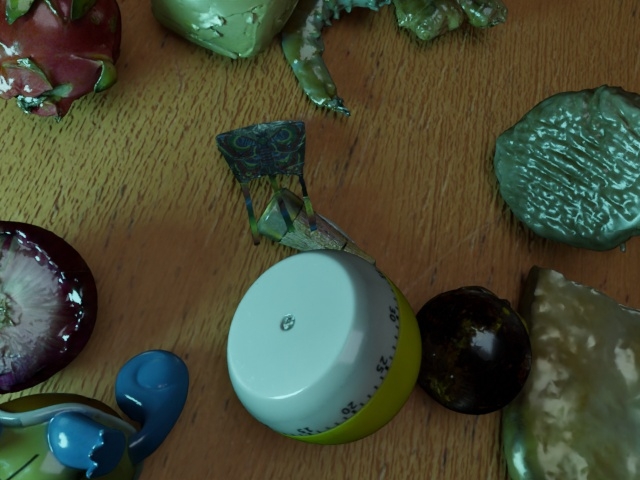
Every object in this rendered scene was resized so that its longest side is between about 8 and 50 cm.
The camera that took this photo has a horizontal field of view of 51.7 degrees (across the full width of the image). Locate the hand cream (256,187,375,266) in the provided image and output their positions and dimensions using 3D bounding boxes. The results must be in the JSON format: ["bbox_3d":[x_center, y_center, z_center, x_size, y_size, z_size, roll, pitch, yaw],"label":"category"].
[{"bbox_3d":[0.000,0.000,1.053,0.203,0.084,0.084,32,70,-6],"label":"hand cream"}]

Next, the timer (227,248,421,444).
[{"bbox_3d":[0.033,0.167,0.939,0.286,0.285,0.285,3,73,-11],"label":"timer"}]

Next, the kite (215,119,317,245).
[{"bbox_3d":[-0.077,-0.097,1.029,0.152,0.015,0.285,-11,45,-5],"label":"kite"}]

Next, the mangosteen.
[{"bbox_3d":[0.239,0.154,1.004,0.217,0.192,0.192,-28,80,-39],"label":"mangosteen"}]

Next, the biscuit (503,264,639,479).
[{"bbox_3d":[0.497,0.305,1.047,0.430,0.104,0.445,18,68,-5],"label":"biscuit"}]

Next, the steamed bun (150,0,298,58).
[{"bbox_3d":[-0.143,-0.451,1.083,0.232,0.166,0.272,29,89,3],"label":"steamed bun"}]

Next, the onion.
[{"bbox_3d":[-0.425,0.091,0.891,0.248,0.161,0.247,0,77,-1],"label":"onion"}]

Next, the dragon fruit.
[{"bbox_3d":[-0.406,-0.309,0.989,0.224,0.224,0.227,8,56,-9],"label":"dragon fruit"}]

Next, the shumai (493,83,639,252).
[{"bbox_3d":[0.480,-0.120,1.129,0.263,0.314,0.266,-1,107,-46],"label":"shumai"}]

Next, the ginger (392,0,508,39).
[{"bbox_3d":[0.177,-0.456,1.224,0.334,0.081,0.147,34,82,11],"label":"ginger"}]

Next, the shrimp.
[{"bbox_3d":[0.019,-0.375,1.154,0.185,0.068,0.286,21,82,14],"label":"shrimp"}]

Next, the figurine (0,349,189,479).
[{"bbox_3d":[-0.346,0.277,0.822,0.417,0.297,0.243,-20,44,-19],"label":"figurine"}]
